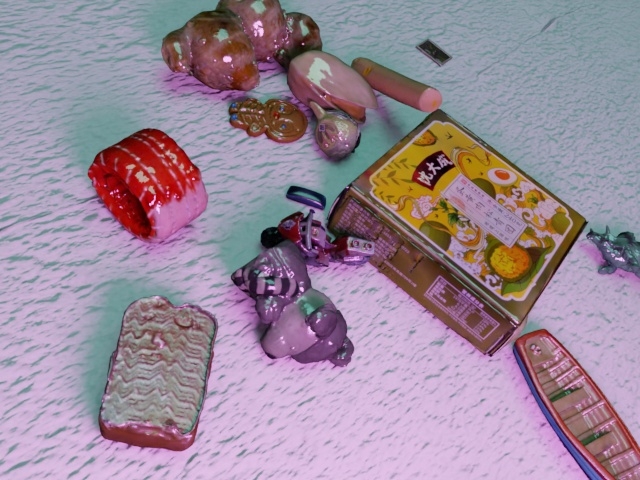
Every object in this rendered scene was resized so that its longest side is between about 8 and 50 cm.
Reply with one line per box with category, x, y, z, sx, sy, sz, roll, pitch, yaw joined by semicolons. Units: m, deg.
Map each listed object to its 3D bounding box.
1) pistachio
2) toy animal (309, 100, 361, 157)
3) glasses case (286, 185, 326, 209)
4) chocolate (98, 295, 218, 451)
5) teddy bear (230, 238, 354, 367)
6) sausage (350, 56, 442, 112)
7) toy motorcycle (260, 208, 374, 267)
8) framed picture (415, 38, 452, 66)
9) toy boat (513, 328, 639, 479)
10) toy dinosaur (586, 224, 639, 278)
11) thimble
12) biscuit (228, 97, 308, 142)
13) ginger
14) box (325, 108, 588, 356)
pistachio;0.025;-0.338;1.433;0.223;0.126;0.152;24;31;-25
toy animal;0.033;-0.244;1.388;0.098;0.098;0.137;-23;81;-32
glasses case;-0.027;-0.090;1.301;0.083;0.023;0.033;19;53;-7
chocolate;-0.242;0.199;0.966;0.148;0.093;0.214;15;52;-11
teddy bear;-0.050;0.114;1.059;0.144;0.171;0.251;-33;76;-14
sausage;0.164;-0.361;1.479;0.066;0.066;0.301;-11;34;-27
toy motorcycle;0.000;-0.001;1.182;0.213;0.122;0.082;11;68;-13
framed picture;0.309;-0.511;1.742;0.089;0.006;0.066;42;52;12
toy boat;0.475;0.337;1.137;0.136;0.079;0.392;-13;60;-30
toy dinosaur;0.718;0.067;1.427;0.292;0.079;0.120;41;54;7
thimble;-0.296;-0.096;1.116;0.189;0.163;0.125;41;54;12
biscuit;-0.111;-0.265;1.396;0.175;0.026;0.124;3;54;-18
ginger;-0.179;-0.445;1.414;0.375;0.176;0.256;-37;89;-36
box;0.286;-0.034;1.303;0.420;0.138;0.373;40;52;10
